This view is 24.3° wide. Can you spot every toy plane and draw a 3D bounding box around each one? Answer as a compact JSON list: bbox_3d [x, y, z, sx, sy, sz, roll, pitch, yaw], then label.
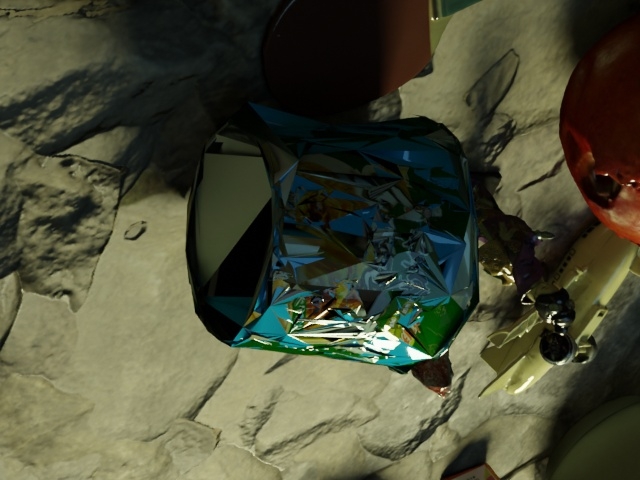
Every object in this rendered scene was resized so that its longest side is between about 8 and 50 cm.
[{"bbox_3d":[0.273,0.076,1.633,0.256,0.104,0.242,-46,155,18],"label":"toy plane"}]

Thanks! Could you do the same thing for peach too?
[{"bbox_3d":[0.368,-0.101,1.412,0.281,0.238,0.281,-6,110,-15],"label":"peach"}]

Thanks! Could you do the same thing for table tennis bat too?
[{"bbox_3d":[0.074,-0.195,1.276,0.274,0.021,0.154,-24,138,-15],"label":"table tennis bat"}]

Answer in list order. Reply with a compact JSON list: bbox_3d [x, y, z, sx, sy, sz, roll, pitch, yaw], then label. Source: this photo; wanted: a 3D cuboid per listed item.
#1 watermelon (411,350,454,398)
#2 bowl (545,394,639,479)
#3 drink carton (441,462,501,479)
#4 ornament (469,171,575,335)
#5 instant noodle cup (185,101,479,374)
[{"bbox_3d":[0.079,0.065,1.449,0.121,0.158,0.098,24,114,-18],"label":"watermelon"},{"bbox_3d":[0.410,0.321,1.891,0.354,0.185,0.354,-21,137,-21],"label":"bowl"},{"bbox_3d":[0.187,0.391,1.856,0.071,0.096,0.223,-16,135,-26],"label":"drink carton"},{"bbox_3d":[0.186,0.009,1.421,0.088,0.203,0.081,1,119,-35],"label":"ornament"},{"bbox_3d":[0.000,0.000,1.258,0.178,0.240,0.240,3,126,-27],"label":"instant noodle cup"}]
